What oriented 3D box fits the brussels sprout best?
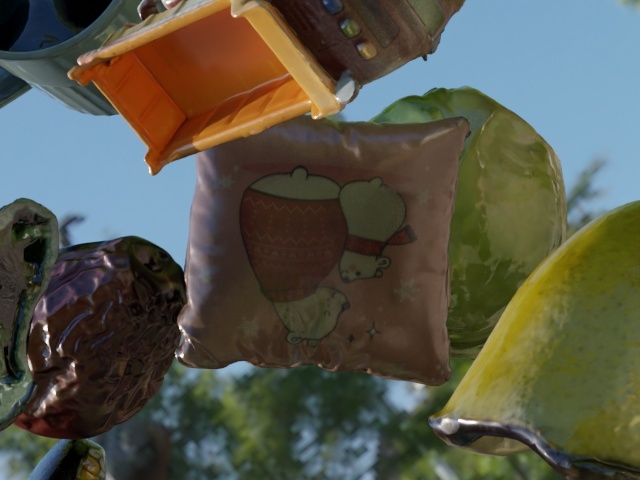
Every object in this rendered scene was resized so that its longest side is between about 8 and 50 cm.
[{"bbox_3d":[0.119,-0.014,1.836,0.294,0.259,0.227,-56,-22,15],"label":"brussels sprout"}]

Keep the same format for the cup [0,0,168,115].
[{"bbox_3d":[-0.309,-0.268,2.144,0.331,0.256,0.311,-60,-15,-3],"label":"cup"}]

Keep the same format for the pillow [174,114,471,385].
[{"bbox_3d":[0.000,0.000,1.447,0.084,0.236,0.223,-115,31,-83],"label":"pillow"}]

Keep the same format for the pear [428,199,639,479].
[{"bbox_3d":[0.202,0.064,1.072,0.267,0.266,0.178,30,-112,-69],"label":"pear"}]

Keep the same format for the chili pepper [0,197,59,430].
[{"bbox_3d":[-0.247,0.063,1.121,0.099,0.136,0.270,4,-11,-28],"label":"chili pepper"}]

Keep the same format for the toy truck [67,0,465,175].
[{"bbox_3d":[-0.034,-0.141,1.195,0.270,0.114,0.135,-17,31,43],"label":"toy truck"}]

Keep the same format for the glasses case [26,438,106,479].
[{"bbox_3d":[-0.271,0.322,1.624,0.122,0.082,0.321,-43,23,53],"label":"glasses case"}]

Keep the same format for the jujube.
[{"bbox_3d":[-0.201,0.078,1.567,0.168,0.168,0.236,-17,-17,-47],"label":"jujube"}]
